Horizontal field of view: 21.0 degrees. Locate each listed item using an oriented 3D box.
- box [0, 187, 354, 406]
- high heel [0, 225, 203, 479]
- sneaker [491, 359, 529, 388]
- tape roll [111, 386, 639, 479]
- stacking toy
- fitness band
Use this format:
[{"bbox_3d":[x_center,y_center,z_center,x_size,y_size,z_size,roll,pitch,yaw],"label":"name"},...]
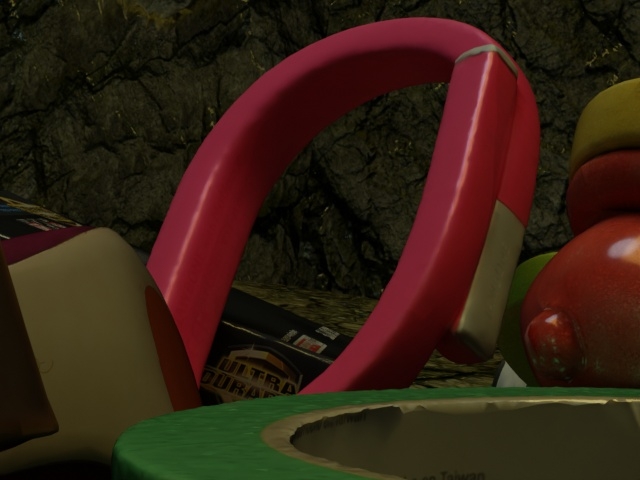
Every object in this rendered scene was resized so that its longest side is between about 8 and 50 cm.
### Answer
[{"bbox_3d":[-0.123,0.044,1.060,0.293,0.073,0.295,20,2,4],"label":"box"},{"bbox_3d":[-0.147,0.069,0.578,0.181,0.127,0.377,-19,-16,6],"label":"high heel"},{"bbox_3d":[0.242,0.120,1.093,0.272,0.100,0.108,3,17,-27],"label":"sneaker"},{"bbox_3d":[0.101,0.094,0.490,0.321,0.077,0.321,1,2,0],"label":"tape roll"},{"bbox_3d":[0.200,0.096,0.772,0.309,0.130,0.279,30,-27,-2],"label":"stacking toy"},{"bbox_3d":[0.000,0.000,0.839,0.209,0.290,0.054,-15,-48,36],"label":"fitness band"}]
